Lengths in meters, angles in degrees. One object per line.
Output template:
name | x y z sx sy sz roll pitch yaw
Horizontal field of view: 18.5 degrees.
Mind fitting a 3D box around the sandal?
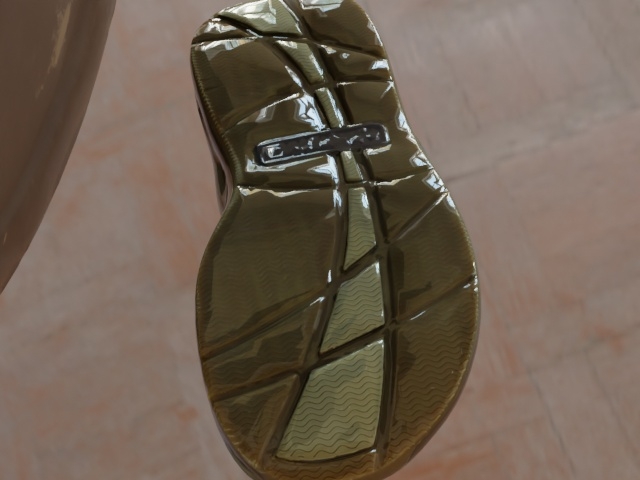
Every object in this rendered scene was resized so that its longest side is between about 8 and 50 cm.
sandal | 0.000 0.000 0.527 0.072 0.049 0.180 -8 43 -4

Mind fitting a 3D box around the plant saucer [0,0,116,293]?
plant saucer | -0.101 -0.077 0.481 0.041 0.278 0.278 14 55 11
